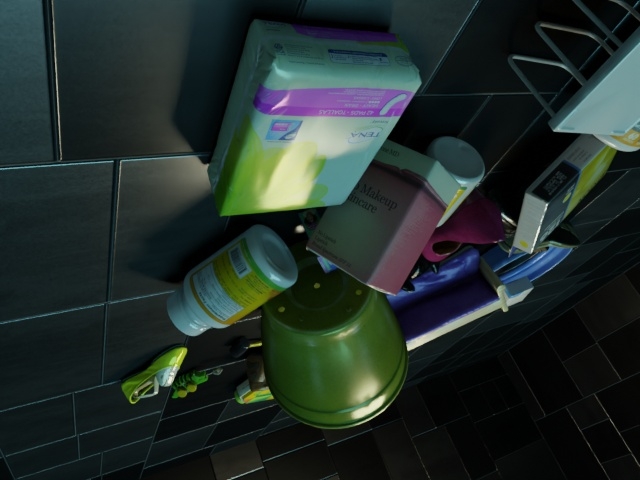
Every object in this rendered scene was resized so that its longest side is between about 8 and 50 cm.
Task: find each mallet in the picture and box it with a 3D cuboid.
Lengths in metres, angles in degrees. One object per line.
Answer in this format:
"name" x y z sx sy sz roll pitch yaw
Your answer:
"mallet" -0.177 0.300 1.588 0.190 0.039 0.062 -5 146 -43

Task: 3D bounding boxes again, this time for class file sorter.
"file sorter" 0.454 -0.316 0.795 0.193 0.173 0.277 -5 148 -32

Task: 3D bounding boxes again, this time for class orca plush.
"orca plush" 0.229 0.106 1.483 0.287 0.102 0.151 -3 147 -37

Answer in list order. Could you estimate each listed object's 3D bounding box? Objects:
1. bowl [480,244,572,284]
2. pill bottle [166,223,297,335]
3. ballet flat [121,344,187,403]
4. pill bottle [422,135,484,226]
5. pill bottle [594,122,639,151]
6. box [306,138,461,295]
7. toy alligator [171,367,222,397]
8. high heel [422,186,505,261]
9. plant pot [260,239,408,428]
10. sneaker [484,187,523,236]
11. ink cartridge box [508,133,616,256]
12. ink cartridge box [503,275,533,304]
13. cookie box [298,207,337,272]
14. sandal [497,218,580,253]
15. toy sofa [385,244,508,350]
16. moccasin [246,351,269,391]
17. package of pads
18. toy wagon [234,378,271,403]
"bowl" 0.657 0.082 1.835 0.392 0.077 0.391 -20 154 -10
"pill bottle" -0.178 0.086 1.057 0.246 0.136 0.136 -34 153 19
"ballet flat" -0.433 0.361 1.427 0.231 0.077 0.077 -34 152 18
"pill bottle" 0.223 -0.097 1.076 0.118 0.117 0.208 -10 151 -27
"pill bottle" 0.611 -0.306 0.963 0.162 0.162 0.278 -8 150 -30
"box" 0.109 -0.044 0.938 0.127 0.149 0.232 25 95 -55
"toy alligator" -0.380 0.410 1.602 0.190 0.056 0.051 -32 113 15
"high heel" 0.330 0.010 1.295 0.127 0.181 0.377 -21 154 -6
"plant pot" 0.016 0.187 1.229 0.367 0.366 0.352 -21 142 -8
"sneaker" 0.462 -0.048 1.397 0.124 0.107 0.283 -32 154 29
"ink cartridge box" 0.578 -0.114 1.271 0.303 0.072 0.307 -44 150 -13
"ink cartridge box" 0.681 0.183 1.898 0.089 0.052 0.122 -19 153 -10
"cookie box" 0.000 0.000 1.079 0.040 0.107 0.092 -25 154 0
"sandal" 0.640 -0.015 1.608 0.303 0.120 0.086 -4 154 -20
"toy sofa" 0.354 0.182 1.608 0.363 0.150 0.177 -26 126 3
"moccasin" -0.073 0.434 1.758 0.139 0.146 0.380 -5 170 39
"package of pads" -0.017 -0.161 0.771 0.229 0.101 0.296 -7 150 -30
"toy wagon" -0.138 0.510 1.973 0.267 0.068 0.345 -40 150 30
